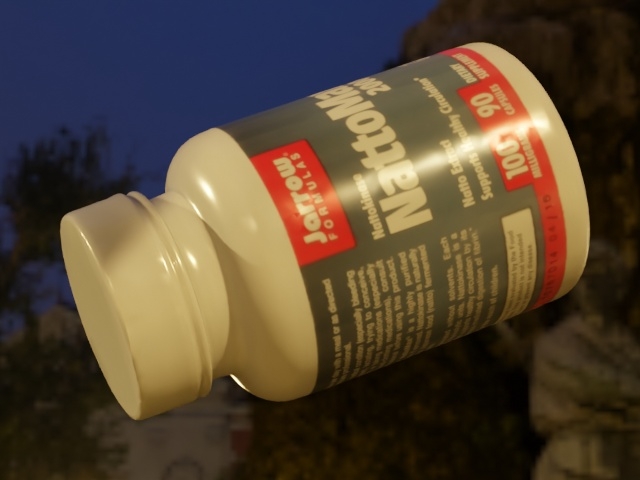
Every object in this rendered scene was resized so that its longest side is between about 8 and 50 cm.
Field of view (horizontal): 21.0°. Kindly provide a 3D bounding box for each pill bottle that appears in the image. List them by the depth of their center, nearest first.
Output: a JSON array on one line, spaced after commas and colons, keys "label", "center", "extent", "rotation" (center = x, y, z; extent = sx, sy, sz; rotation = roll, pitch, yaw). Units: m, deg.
[{"label": "pill bottle", "center": [0.000, 0.000, 0.656], "extent": [0.180, 0.108, 0.108], "rotation": [-20, -10, -17]}]
